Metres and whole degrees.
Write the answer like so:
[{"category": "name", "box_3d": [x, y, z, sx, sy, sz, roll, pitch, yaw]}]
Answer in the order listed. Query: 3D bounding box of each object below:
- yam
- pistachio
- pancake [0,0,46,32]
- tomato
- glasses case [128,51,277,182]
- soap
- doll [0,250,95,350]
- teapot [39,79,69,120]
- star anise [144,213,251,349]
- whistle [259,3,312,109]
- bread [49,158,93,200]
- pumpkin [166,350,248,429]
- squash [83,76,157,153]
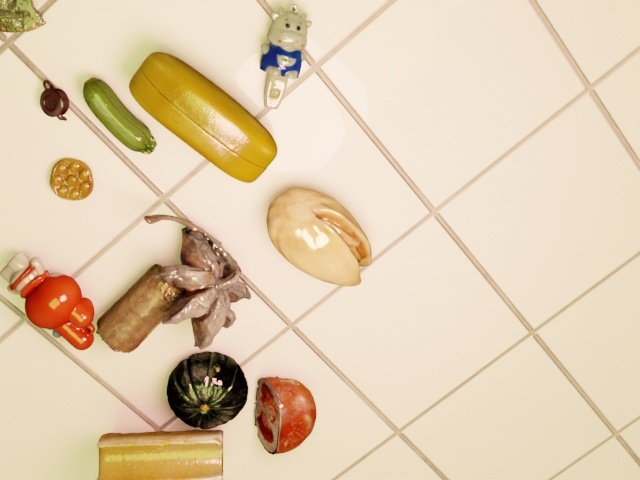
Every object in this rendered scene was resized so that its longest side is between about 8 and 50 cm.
[{"category": "yam", "box_3d": [-0.457, 0.171, 1.848, 0.129, 0.128, 0.238, 45, 100, 2]}, {"category": "pistachio", "box_3d": [0.000, 0.000, 1.813, 0.318, 0.213, 0.194, 44, 61, -27]}, {"category": "pancake", "box_3d": [-0.685, -0.585, 1.562, 0.253, 0.037, 0.254, -3, 112, -6]}, {"category": "tomato", "box_3d": [-0.089, 0.482, 2.018, 0.155, 0.181, 0.214, -2, 122, -25]}, {"category": "glasses case", "box_3d": [-0.259, -0.287, 1.660, 0.371, 0.173, 0.141, 37, 107, -19]}, {"category": "soap", "box_3d": [-0.424, 0.591, 1.934, 0.334, 0.293, 0.156, 0, 75, -6]}, {"category": "doll", "box_3d": [-0.673, 0.155, 1.812, 0.161, 0.130, 0.290, -41, 101, 21]}, {"category": "teapot", "box_3d": [-0.617, -0.325, 1.673, 0.067, 0.045, 0.100, -17, 97, 23]}, {"category": "star anise", "box_3d": [-0.290, 0.107, 1.783, 0.139, 0.316, 0.359, -14, 162, 35]}, {"category": "whistle", "box_3d": [-0.088, -0.425, 1.669, 0.110, 0.092, 0.245, 8, 110, -22]}, {"category": "bread", "box_3d": [-0.607, -0.148, 1.757, 0.109, 0.024, 0.110, -3, 113, -7]}, {"category": "pumpkin", "box_3d": [-0.305, 0.406, 1.949, 0.220, 0.162, 0.221, -1, 115, -1]}, {"category": "squash", "box_3d": [-0.475, -0.287, 1.691, 0.077, 0.068, 0.219, -42, 112, 5]}]
